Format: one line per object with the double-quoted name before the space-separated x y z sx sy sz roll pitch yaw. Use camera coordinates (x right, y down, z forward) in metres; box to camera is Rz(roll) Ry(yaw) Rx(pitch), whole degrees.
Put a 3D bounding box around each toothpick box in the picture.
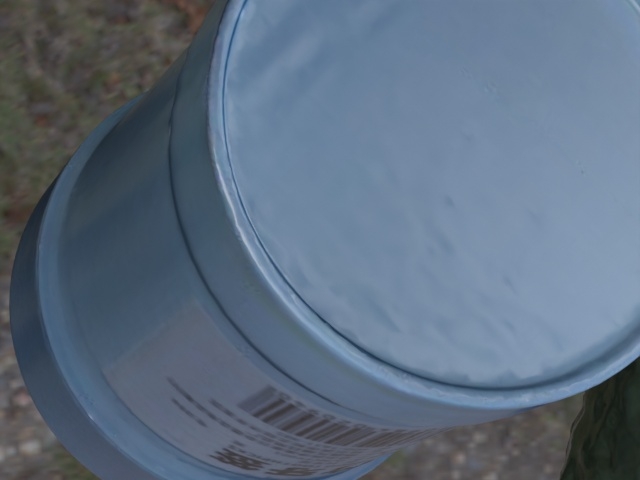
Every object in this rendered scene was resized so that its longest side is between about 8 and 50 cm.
"toothpick box" 0.000 0.000 0.410 0.101 0.153 0.101 5 75 -21

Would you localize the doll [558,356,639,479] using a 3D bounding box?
"doll" 0.220 0.045 0.714 0.247 0.247 0.349 6 98 -33
